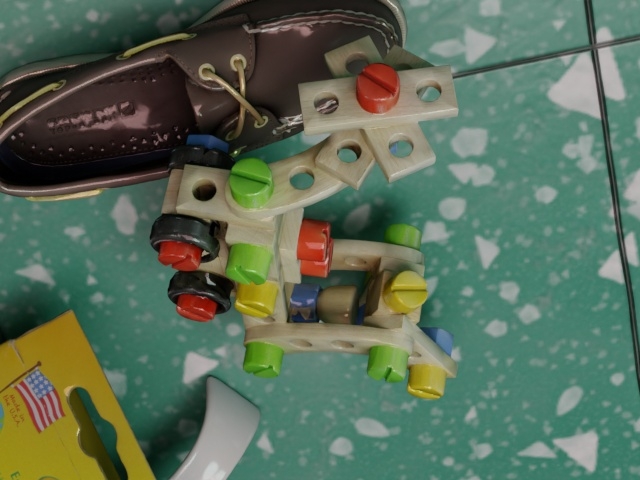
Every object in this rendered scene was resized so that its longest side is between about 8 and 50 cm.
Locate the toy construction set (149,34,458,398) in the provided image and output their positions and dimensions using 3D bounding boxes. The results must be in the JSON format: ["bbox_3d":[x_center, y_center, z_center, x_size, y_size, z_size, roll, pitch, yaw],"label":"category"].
[{"bbox_3d":[0.000,0.000,1.254,0.215,0.151,0.327,9,143,6],"label":"toy construction set"}]

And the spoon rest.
[{"bbox_3d":[-0.158,0.234,1.456,0.137,0.084,0.276,36,109,-19],"label":"spoon rest"}]

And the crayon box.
[{"bbox_3d":[-0.272,0.211,1.391,0.319,0.081,0.202,-28,84,12],"label":"crayon box"}]

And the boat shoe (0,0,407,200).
[{"bbox_3d":[-0.092,-0.103,1.278,0.324,0.096,0.116,-14,116,4],"label":"boat shoe"}]
